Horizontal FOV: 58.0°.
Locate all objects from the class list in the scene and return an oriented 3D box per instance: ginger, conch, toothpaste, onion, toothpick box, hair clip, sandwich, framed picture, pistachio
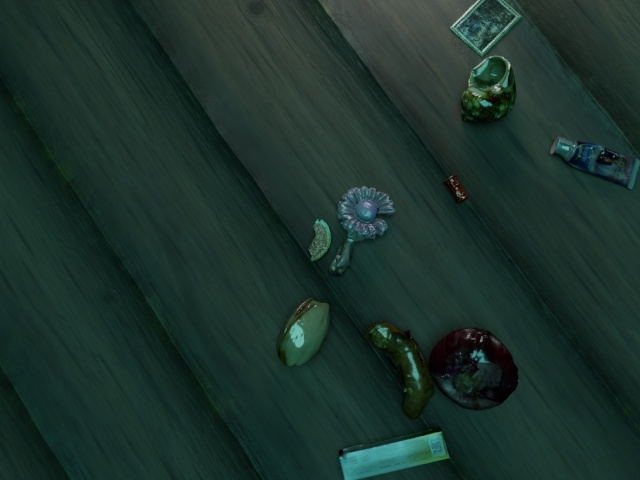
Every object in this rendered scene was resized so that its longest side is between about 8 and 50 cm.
[{"bbox_3d":[0.249,0.369,1.695,0.133,0.107,0.309,-29,87,-13],"label":"ginger"},{"bbox_3d":[0.503,-0.442,1.747,0.182,0.124,0.187,-22,60,11],"label":"conch"},{"bbox_3d":[0.212,0.628,1.690,0.313,0.071,0.089,-14,86,2],"label":"toothpaste"},{"bbox_3d":[0.437,0.351,1.640,0.252,0.219,0.252,17,127,23],"label":"onion"},{"bbox_3d":[0.415,-0.156,1.759,0.047,0.047,0.083,-30,83,1],"label":"toothpick box"},{"bbox_3d":[0.107,-0.027,1.758,0.173,0.069,0.300,25,87,6],"label":"hair clip"},{"bbox_3d":[0.001,0.002,1.783,0.067,0.029,0.135,11,87,11],"label":"sandwich"},{"bbox_3d":[0.522,-0.688,1.819,0.183,0.011,0.142,-45,83,-1],"label":"framed picture"},{"bbox_3d":[-0.050,0.273,1.707,0.144,0.144,0.215,24,77,6],"label":"pistachio"},{"bbox_3d":[0.831,-0.242,1.740,0.266,0.061,0.096,20,85,0],"label":"toothpaste"}]
